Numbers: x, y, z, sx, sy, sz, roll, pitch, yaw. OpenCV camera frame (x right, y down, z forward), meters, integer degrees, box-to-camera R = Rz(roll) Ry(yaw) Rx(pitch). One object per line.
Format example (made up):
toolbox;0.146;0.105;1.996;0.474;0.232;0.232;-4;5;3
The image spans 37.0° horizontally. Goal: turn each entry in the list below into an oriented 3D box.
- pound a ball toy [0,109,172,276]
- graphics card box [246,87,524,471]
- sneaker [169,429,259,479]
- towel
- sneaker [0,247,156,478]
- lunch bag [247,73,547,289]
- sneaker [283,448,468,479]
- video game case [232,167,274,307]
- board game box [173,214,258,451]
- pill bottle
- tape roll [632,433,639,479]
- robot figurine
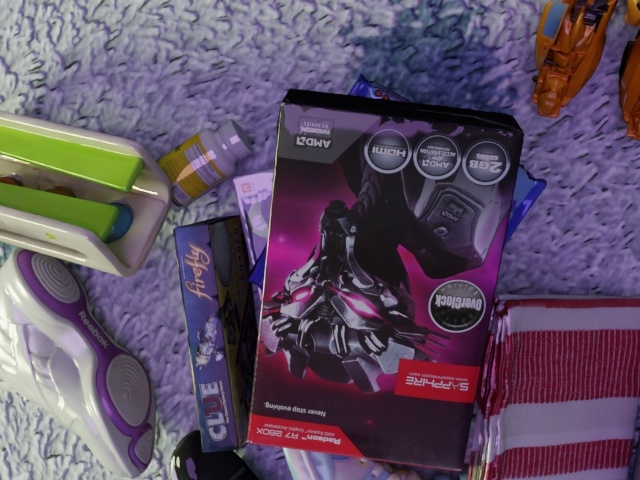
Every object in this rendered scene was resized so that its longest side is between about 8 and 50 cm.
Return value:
pound a ball toy;-0.353;-0.024;1.087;0.319;0.135;0.208;13;67;22
graphics card box;0.058;0.044;0.969;0.233;0.094;0.370;8;108;2
sneaker;-0.057;0.332;1.115;0.124;0.107;0.283;-25;100;39
towel;0.263;0.223;1.046;0.237;0.037;0.328;2;96;-32
sneaker;-0.311;0.161;1.164;0.152;0.114;0.305;-34;86;23
lunch bag;0.069;-0.001;1.060;0.221;0.138;0.293;29;101;-5
sneaker;0.093;0.284;1.105;0.208;0.127;0.319;-28;90;2
video game case;0.000;0.000;1.127;0.173;0.022;0.190;-12;94;3
board game box;-0.110;0.097;1.088;0.042;0.165;0.243;-6;94;9
pill bottle;-0.139;-0.091;1.124;0.116;0.065;0.065;-32;90;9
tape roll;0.383;0.265;1.007;0.072;0.219;0.219;8;96;9
robot figurine;0.319;-0.236;0.958;0.211;0.291;0.085;14;53;6
